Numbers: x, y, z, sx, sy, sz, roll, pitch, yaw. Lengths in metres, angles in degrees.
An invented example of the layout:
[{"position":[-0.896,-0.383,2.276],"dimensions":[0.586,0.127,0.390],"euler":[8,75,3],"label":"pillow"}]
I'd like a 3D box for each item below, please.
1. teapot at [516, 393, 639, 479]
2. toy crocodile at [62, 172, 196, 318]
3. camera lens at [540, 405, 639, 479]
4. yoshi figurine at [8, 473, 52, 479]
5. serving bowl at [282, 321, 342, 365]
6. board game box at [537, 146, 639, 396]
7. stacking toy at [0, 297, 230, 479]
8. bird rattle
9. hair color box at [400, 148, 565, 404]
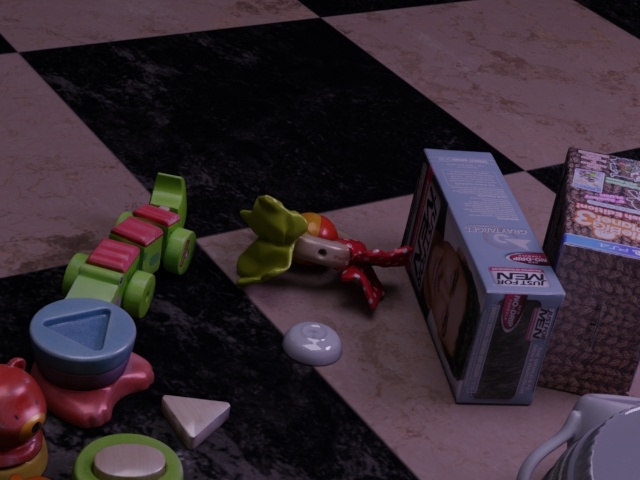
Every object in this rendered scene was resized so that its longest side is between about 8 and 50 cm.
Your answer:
[{"position":[0.399,0.286,1.646],"dimensions":[0.256,0.187,0.252],"euler":[7,-2,36],"label":"teapot"},{"position":[-0.264,0.017,1.948],"dimensions":[0.115,0.105,0.340],"euler":[18,33,13],"label":"toy crocodile"},{"position":[0.306,0.322,1.430],"dimensions":[0.219,0.274,0.219],"euler":[10,49,-12],"label":"camera lens"},{"position":[-0.462,0.299,1.418],"dimensions":[0.362,0.203,0.203],"euler":[17,63,-9],"label":"yoshi figurine"},{"position":[-0.010,0.135,1.906],"dimensions":[0.083,0.027,0.083],"euler":[7,32,-5],"label":"serving bowl"},{"position":[0.390,0.043,1.976],"dimensions":[0.141,0.232,0.291],"euler":[12,31,5],"label":"board game box"},{"position":[-0.265,0.183,1.657],"dimensions":[0.279,0.130,0.309],"euler":[17,32,12],"label":"stacking toy"},{"position":[0.000,0.000,2.044],"dimensions":[0.253,0.143,0.207],"euler":[6,15,-12],"label":"bird rattle"},{"position":[0.217,0.042,1.970],"dimensions":[0.113,0.185,0.374],"euler":[3,32,-13],"label":"hair color box"}]
